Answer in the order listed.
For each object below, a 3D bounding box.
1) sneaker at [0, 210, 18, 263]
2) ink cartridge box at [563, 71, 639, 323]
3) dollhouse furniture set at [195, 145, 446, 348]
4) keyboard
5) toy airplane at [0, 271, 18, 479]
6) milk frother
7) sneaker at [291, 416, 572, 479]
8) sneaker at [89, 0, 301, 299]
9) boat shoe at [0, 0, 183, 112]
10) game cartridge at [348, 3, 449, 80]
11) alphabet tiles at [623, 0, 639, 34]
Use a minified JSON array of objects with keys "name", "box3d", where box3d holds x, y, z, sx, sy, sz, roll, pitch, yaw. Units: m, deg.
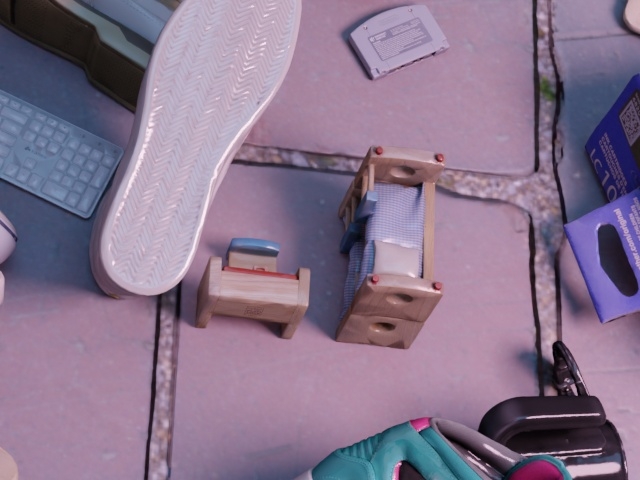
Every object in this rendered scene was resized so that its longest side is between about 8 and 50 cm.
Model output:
[{"name":"sneaker","box3d":[-0.327,-0.093,1.621,0.091,0.094,0.258,-43,83,-13]},{"name":"ink cartridge box","box3d":[0.417,-0.030,1.739,0.395,0.151,0.270,-12,68,-19]},{"name":"dollhouse furniture set","box3d":[0.000,0.000,1.641,0.184,0.129,0.129,7,64,-10]},{"name":"keyboard","box3d":[-0.296,-0.102,1.685,0.256,0.014,0.072,26,63,0]},{"name":"toy airplane","box3d":[-0.419,0.086,1.437,0.384,0.386,0.272,15,104,-18]},{"name":"milk frother","box3d":[0.168,0.160,1.636,0.135,0.129,0.143,-3,23,-15]},{"name":"sneaker","box3d":[0.132,0.248,1.510,0.178,0.124,0.295,-38,98,12]},{"name":"sneaker","box3d":[-0.115,-0.088,1.626,0.108,0.169,0.292,27,79,-9]},{"name":"boat shoe","box3d":[-0.212,-0.225,1.714,0.302,0.113,0.103,39,62,-6]},{"name":"game cartridge","box3d":[0.070,-0.183,1.806,0.083,0.017,0.056,-23,76,-22]},{"name":"alphabet tiles","box3d":[0.406,-0.278,1.923,0.284,0.021,0.278,24,63,-1]}]
